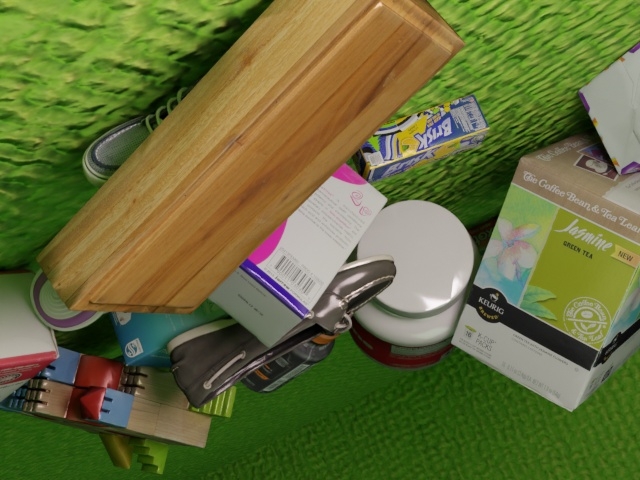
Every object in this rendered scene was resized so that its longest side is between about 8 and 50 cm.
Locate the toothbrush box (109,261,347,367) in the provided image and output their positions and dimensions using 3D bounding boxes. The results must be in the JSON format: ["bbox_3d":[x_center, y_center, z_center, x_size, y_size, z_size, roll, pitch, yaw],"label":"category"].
[{"bbox_3d":[-0.128,0.071,1.515,0.296,0.126,0.216,-29,162,16],"label":"toothbrush box"}]

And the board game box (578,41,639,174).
[{"bbox_3d":[0.532,-0.199,1.501,0.275,0.144,0.142,-10,160,-37],"label":"board game box"}]

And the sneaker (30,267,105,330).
[{"bbox_3d":[-0.204,-0.002,1.259,0.305,0.114,0.152,-27,-176,13],"label":"sneaker"}]

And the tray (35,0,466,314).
[{"bbox_3d":[-0.061,-0.086,0.996,0.411,0.076,0.203,-45,158,16],"label":"tray"}]

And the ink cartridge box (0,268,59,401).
[{"bbox_3d":[-0.501,0.159,1.285,0.226,0.131,0.306,-6,156,-47],"label":"ink cartridge box"}]

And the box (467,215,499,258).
[{"bbox_3d":[0.341,0.063,2.033,0.300,0.142,0.154,-24,143,7],"label":"box"}]

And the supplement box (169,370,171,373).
[{"bbox_3d":[-0.184,0.187,1.888,0.239,0.073,0.130,-37,160,26],"label":"supplement box"}]

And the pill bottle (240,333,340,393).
[{"bbox_3d":[-0.059,0.195,2.016,0.130,0.130,0.246,-8,158,-42],"label":"pill bottle"}]

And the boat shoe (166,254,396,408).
[{"bbox_3d":[-0.041,0.124,1.406,0.335,0.095,0.112,-23,162,0],"label":"boat shoe"}]

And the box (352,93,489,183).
[{"bbox_3d":[0.125,-0.129,1.336,0.169,0.054,0.059,-19,164,-11],"label":"box"}]

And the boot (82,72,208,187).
[{"bbox_3d":[-0.141,-0.116,1.007,0.190,0.069,0.086,-25,159,-22],"label":"boot"}]

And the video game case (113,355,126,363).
[{"bbox_3d":[-0.330,0.230,1.968,0.119,0.015,0.166,-19,164,-15],"label":"video game case"}]

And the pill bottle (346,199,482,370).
[{"bbox_3d":[0.148,0.077,1.726,0.229,0.229,0.407,-22,164,-4],"label":"pill bottle"}]

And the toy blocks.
[{"bbox_3d":[-0.354,0.239,1.617,0.261,0.190,0.381,24,160,-38],"label":"toy blocks"}]

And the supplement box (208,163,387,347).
[{"bbox_3d":[-0.030,0.005,1.275,0.220,0.111,0.114,-53,-174,-36],"label":"supplement box"}]

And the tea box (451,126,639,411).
[{"bbox_3d":[0.406,0.027,1.588,0.329,0.220,0.323,-23,135,-52],"label":"tea box"}]
